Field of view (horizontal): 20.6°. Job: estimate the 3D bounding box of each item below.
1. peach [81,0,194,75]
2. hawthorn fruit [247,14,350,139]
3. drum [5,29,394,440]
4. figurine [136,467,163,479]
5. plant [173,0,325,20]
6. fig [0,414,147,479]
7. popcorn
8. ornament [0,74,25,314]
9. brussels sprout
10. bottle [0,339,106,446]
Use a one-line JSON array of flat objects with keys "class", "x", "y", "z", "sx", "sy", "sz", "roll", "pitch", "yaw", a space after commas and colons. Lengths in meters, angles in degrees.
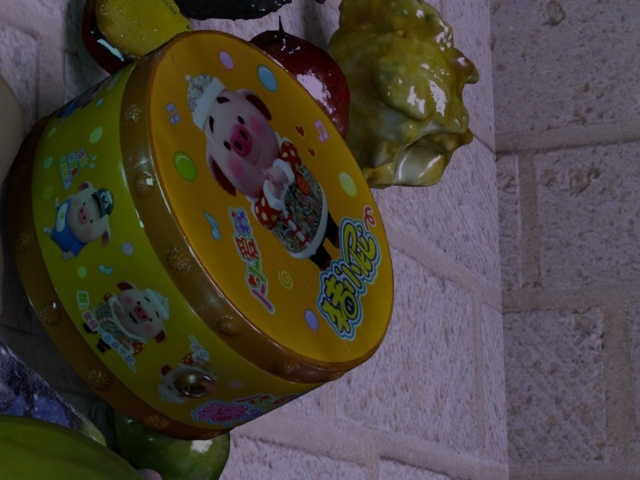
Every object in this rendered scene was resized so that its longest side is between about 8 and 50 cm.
[{"class": "peach", "x": -0.203, "y": -0.237, "z": 2.070, "sx": 0.127, "sy": 0.172, "sz": 0.092, "roll": -59, "pitch": -179, "yaw": -26}, {"class": "hawthorn fruit", "x": -0.050, "y": -0.215, "z": 2.422, "sx": 0.181, "sy": 0.181, "sz": 0.235, "roll": -69, "pitch": 158, "yaw": -51}, {"class": "drum", "x": -0.123, "y": -0.004, "z": 1.929, "sx": 0.431, "sy": 0.214, "sz": 0.431, "roll": 38, "pitch": 36, "yaw": -35}, {"class": "figurine", "x": -0.218, "y": 0.312, "z": 1.920, "sx": 0.138, "sy": 0.125, "sz": 0.125, "roll": -87, "pitch": 163, "yaw": -60}, {"class": "plant", "x": -0.089, "y": -0.376, "z": 2.312, "sx": 0.204, "sy": 0.234, "sz": 0.178, "roll": 11, "pitch": 79, "yaw": -75}, {"class": "fig", "x": -0.264, "y": 0.273, "z": 1.595, "sx": 0.239, "sy": 0.271, "sz": 0.239, "roll": -6, "pitch": 90, "yaw": -83}, {"class": "popcorn", "x": 0.105, "y": -0.235, "z": 2.809, "sx": 0.292, "sy": 0.293, "sz": 0.334, "roll": 53, "pitch": -26, "yaw": 24}, {"class": "ornament", "x": -0.353, "y": -0.062, "z": 1.742, "sx": 0.245, "sy": 0.061, "sz": 0.230, "roll": 62, "pitch": 32, "yaw": -43}, {"class": "brussels sprout", "x": -0.174, "y": 0.218, "z": 2.026, "sx": 0.161, "sy": 0.143, "sz": 0.181, "roll": -86, "pitch": 160, "yaw": -47}, {"class": "bottle", "x": -0.322, "y": 0.152, "z": 1.723, "sx": 0.330, "sy": 0.093, "sz": 0.093, "roll": 54, "pitch": 36, "yaw": -53}]
